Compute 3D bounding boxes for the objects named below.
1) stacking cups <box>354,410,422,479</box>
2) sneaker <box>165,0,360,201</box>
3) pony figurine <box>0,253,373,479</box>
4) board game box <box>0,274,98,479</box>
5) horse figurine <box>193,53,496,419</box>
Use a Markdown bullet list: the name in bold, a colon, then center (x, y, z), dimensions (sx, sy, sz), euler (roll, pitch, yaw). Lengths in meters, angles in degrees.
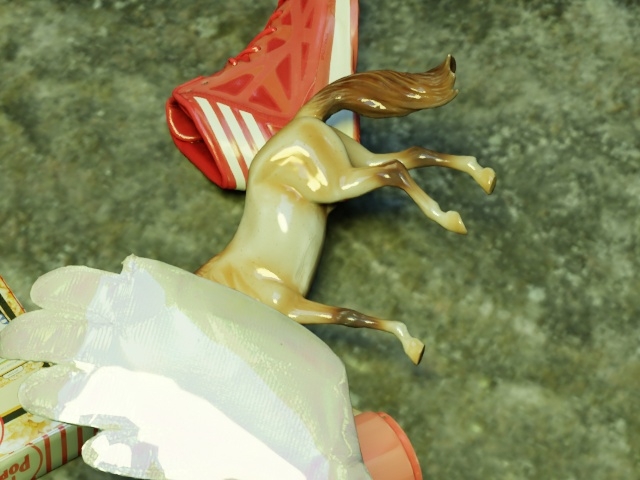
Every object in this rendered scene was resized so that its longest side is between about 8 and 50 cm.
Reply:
- **stacking cups**: center (-0.093, 0.181, 1.064), dimensions (0.316, 0.096, 0.096), euler (-21, 59, -25)
- **sneaker**: center (-0.040, -0.128, 1.281), dimensions (0.128, 0.087, 0.221), euler (1, 53, -6)
- **pony figurine**: center (-0.006, 0.192, 0.898), dimensions (0.351, 0.363, 0.303), euler (16, 92, -10)
- **board game box**: center (-0.245, 0.076, 1.140), dimensions (0.147, 0.045, 0.193), euler (-27, 61, -22)
- **horse figurine**: center (0.000, 0.000, 1.173), dimensions (0.174, 0.066, 0.263), euler (21, 84, 13)
